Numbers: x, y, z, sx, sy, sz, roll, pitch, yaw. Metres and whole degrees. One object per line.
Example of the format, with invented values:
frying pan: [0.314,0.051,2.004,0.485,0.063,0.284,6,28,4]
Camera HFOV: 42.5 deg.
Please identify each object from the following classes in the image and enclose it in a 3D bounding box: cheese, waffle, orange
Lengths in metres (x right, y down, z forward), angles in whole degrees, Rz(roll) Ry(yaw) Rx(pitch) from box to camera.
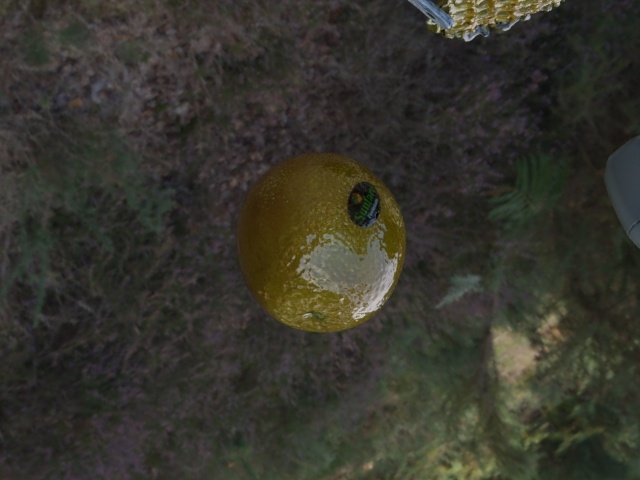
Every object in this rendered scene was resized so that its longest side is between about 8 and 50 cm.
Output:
cheese: [0.099,-0.380,1.180,0.050,0.235,0.127,-54,-170,7]
waffle: [0.334,-0.450,1.520,0.329,0.062,0.329,-14,176,-1]
orange: [0.000,0.000,1.045,0.236,0.236,0.236,-29,160,-11]

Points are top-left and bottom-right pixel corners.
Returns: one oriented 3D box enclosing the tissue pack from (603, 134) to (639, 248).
tissue pack: [0.594,-0.083,1.149,0.333,0.236,0.229,-37,150,28]
